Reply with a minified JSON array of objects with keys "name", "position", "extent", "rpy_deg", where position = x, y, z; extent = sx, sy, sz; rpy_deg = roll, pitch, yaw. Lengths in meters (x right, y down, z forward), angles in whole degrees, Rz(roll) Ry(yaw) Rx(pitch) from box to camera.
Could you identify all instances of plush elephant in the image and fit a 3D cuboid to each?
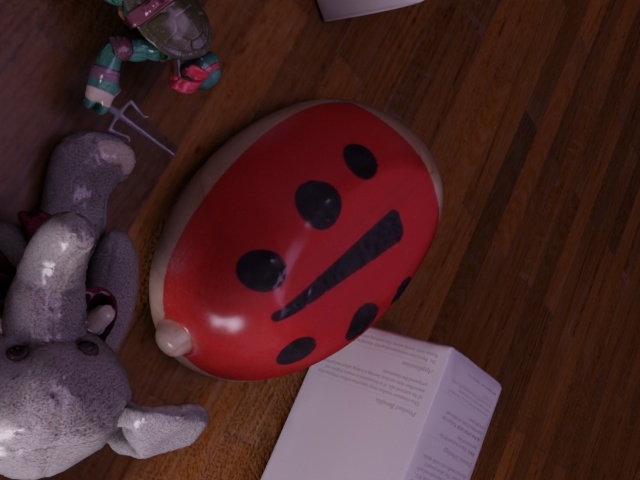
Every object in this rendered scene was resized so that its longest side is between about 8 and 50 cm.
[{"name":"plush elephant","position":[-0.233,0.067,0.509],"extent":[0.272,0.255,0.330],"rpy_deg":[2,95,-44]}]

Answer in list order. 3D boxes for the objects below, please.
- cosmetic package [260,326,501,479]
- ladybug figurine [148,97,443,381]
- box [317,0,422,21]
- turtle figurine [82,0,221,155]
[{"name":"cosmetic package","position":[0.054,0.313,0.854],"extent":[0.156,0.217,0.385],"rpy_deg":[36,72,-41]},{"name":"ladybug figurine","position":[0.000,0.000,0.791],"extent":[0.449,0.162,0.305],"rpy_deg":[-41,122,-32]},{"name":"box","position":[0.067,-0.473,0.783],"extent":[0.215,0.168,0.345],"rpy_deg":[-41,121,-33]},{"name":"turtle figurine","position":[-0.165,-0.211,0.630],"extent":[0.234,0.118,0.175],"rpy_deg":[55,39,-18]}]
